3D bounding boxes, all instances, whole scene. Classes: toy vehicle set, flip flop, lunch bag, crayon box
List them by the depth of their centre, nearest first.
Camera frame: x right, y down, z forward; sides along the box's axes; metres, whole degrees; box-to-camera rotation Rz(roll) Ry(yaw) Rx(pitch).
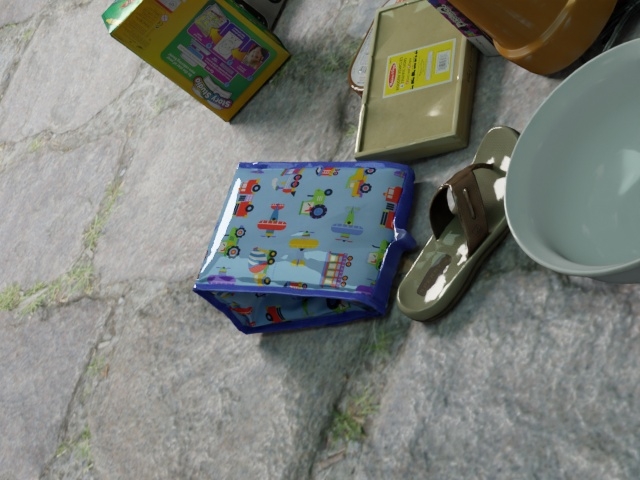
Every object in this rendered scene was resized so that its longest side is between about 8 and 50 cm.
[{"bbox_3d":[0.174,-0.027,1.571,0.277,0.080,0.112,-56,36,-3],"label":"flip flop"},{"bbox_3d":[0.000,0.000,1.723,0.293,0.138,0.221,-5,55,36],"label":"lunch bag"},{"bbox_3d":[0.142,-0.238,1.781,0.166,0.035,0.266,-10,58,33],"label":"toy vehicle set"},{"bbox_3d":[-0.206,-0.343,2.085,0.165,0.278,0.081,-45,38,12],"label":"crayon box"}]

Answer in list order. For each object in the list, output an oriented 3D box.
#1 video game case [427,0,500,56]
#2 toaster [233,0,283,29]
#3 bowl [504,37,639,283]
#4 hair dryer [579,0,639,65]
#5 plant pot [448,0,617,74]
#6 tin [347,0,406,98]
[{"bbox_3d":[0.220,-0.409,1.719,0.042,0.210,0.232,2,64,50],"label":"video game case"},{"bbox_3d":[-0.162,-0.427,2.249,0.186,0.110,0.168,5,65,50],"label":"toaster"},{"bbox_3d":[0.357,-0.066,1.351,0.298,0.134,0.297,-28,44,30],"label":"bowl"},{"bbox_3d":[0.414,-0.366,1.578,0.224,0.080,0.293,-17,50,41],"label":"hair dryer"},{"bbox_3d":[0.253,-0.345,1.606,0.205,0.188,0.205,-45,34,41],"label":"plant pot"},{"bbox_3d":[0.108,-0.301,1.908,0.106,0.040,0.189,11,70,47],"label":"tin"}]
